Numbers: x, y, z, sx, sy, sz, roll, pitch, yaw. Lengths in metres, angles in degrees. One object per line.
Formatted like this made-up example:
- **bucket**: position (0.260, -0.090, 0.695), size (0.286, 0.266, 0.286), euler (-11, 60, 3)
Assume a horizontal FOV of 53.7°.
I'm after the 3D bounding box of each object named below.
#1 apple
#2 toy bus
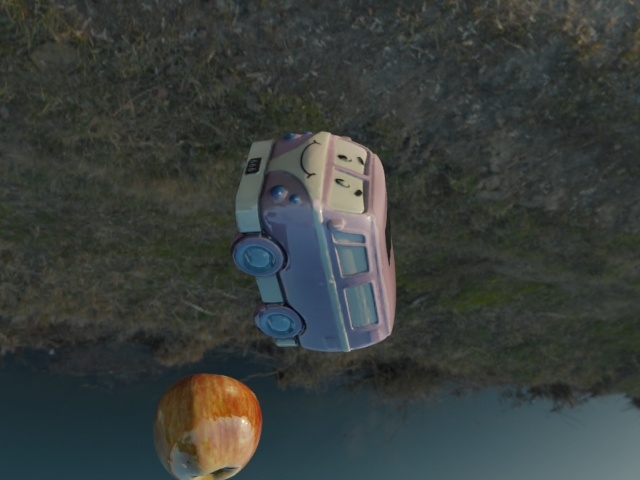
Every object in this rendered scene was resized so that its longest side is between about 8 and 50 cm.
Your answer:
- **apple**: position (-0.147, 0.244, 0.821), size (0.146, 0.131, 0.146), euler (-6, 145, -4)
- **toy bus**: position (0.000, 0.000, 0.633), size (0.142, 0.142, 0.203), euler (-3, 131, 11)
